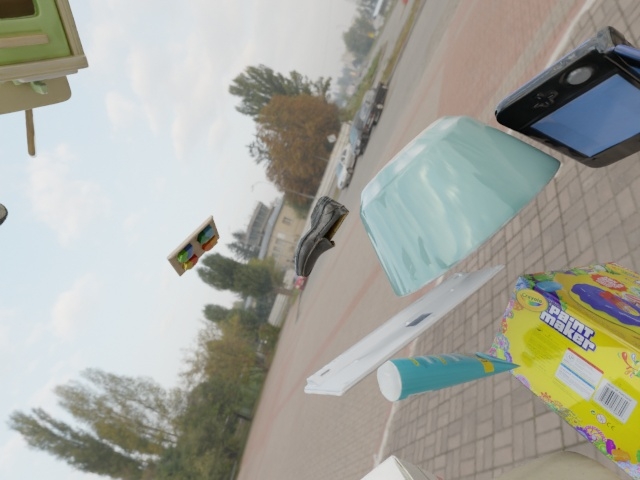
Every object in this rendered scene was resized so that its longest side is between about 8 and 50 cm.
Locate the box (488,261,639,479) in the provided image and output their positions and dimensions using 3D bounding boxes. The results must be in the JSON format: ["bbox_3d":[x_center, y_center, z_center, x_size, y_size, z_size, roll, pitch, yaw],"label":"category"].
[{"bbox_3d":[0.505,0.188,0.712,0.290,0.279,0.177,44,131,52],"label":"box"}]

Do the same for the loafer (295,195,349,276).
[{"bbox_3d":[0.000,0.000,0.851,0.062,0.061,0.170,-7,-60,-65],"label":"loafer"}]

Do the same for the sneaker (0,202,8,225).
[{"bbox_3d":[-0.889,-0.056,1.031,0.283,0.122,0.110,-19,-90,-62],"label":"sneaker"}]

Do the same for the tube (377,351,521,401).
[{"bbox_3d":[0.179,0.182,0.607,0.080,0.207,0.052,13,101,61],"label":"tube"}]

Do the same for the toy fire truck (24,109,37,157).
[{"bbox_3d":[-0.643,-0.301,0.857,0.158,0.246,0.217,-46,21,0],"label":"toy fire truck"}]

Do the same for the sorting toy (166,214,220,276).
[{"bbox_3d":[-0.403,0.026,1.409,0.193,0.038,0.208,-48,-7,-20],"label":"sorting toy"}]

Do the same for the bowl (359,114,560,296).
[{"bbox_3d":[0.181,-0.073,0.677,0.311,0.163,0.311,-42,-4,-4],"label":"bowl"}]

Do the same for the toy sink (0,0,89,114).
[{"bbox_3d":[-0.445,-0.296,0.618,0.153,0.131,0.234,-31,-48,-39],"label":"toy sink"}]

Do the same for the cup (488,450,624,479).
[{"bbox_3d":[0.163,0.378,0.360,0.331,0.237,0.330,170,90,-87],"label":"cup"}]

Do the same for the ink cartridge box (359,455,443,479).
[{"bbox_3d":[0.111,0.459,0.664,0.207,0.283,0.117,-39,47,1],"label":"ink cartridge box"}]

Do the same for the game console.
[{"bbox_3d":[0.434,-0.136,0.576,0.250,0.293,0.173,-34,51,51],"label":"game console"}]

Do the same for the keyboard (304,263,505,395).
[{"bbox_3d":[0.097,0.085,0.450,0.256,0.014,0.072,-27,5,-32],"label":"keyboard"}]
